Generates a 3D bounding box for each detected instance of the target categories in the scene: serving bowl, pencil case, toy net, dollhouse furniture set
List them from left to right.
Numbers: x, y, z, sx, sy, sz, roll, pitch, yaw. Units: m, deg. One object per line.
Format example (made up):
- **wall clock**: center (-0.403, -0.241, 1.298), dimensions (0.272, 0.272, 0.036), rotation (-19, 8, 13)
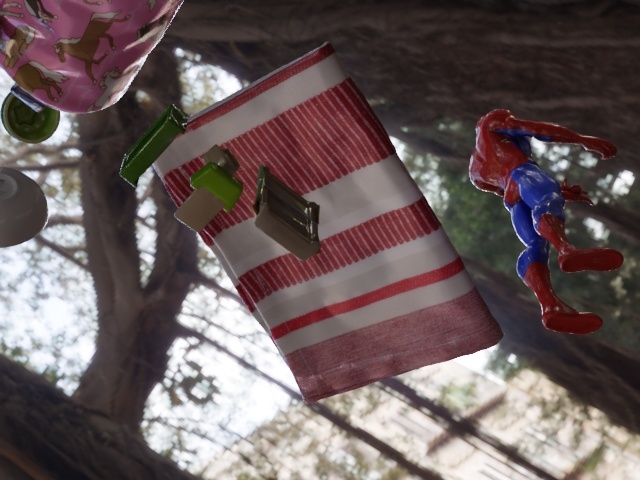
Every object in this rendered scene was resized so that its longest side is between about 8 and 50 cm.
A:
- **serving bowl**: center (-0.253, -0.032, 0.802), dimensions (0.083, 0.083, 0.027), rotation (-32, -31, -42)
- **toy net**: center (-0.366, -0.227, 1.182), dimensions (0.122, 0.045, 0.232), rotation (-44, -61, -18)
- **pencil case**: center (-0.200, -0.294, 0.993), dimensions (0.167, 0.160, 0.386), rotation (-35, -10, -47)
- **dollhouse furniture set**: center (-0.071, -0.030, 0.774), dimensions (0.151, 0.076, 0.058), rotation (37, -68, -21)

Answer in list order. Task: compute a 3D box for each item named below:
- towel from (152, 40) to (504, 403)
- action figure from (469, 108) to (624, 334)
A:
- **towel**: center (0.000, 0.000, 1.008), dimensions (0.329, 0.237, 0.037), rotation (58, -148, -14)
- **action figure**: center (0.211, -0.035, 0.884), dimensions (0.139, 0.280, 0.092), rotation (2, -57, -13)
